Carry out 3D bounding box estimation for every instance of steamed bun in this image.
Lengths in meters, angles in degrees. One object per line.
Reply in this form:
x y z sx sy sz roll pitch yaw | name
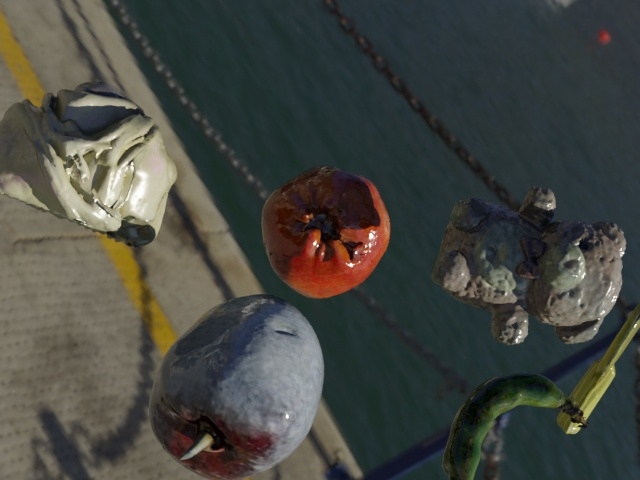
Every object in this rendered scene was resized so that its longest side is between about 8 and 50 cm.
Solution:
-0.343 -0.127 1.712 0.280 0.207 0.268 17 -6 26 | steamed bun

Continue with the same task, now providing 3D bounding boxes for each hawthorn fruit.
0.000 0.000 1.986 0.211 0.211 0.299 62 -16 15 | hawthorn fruit

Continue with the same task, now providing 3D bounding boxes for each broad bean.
0.284 0.287 1.860 0.292 0.049 0.144 -24 76 -28 | broad bean

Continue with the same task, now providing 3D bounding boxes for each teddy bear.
0.300 0.038 1.731 0.267 0.236 0.151 17 -6 22 | teddy bear

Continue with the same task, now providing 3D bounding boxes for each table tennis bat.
0.590 0.236 2.424 0.054 0.369 0.224 34 15 17 | table tennis bat

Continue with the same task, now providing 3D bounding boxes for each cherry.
-0.112 0.199 1.616 0.218 0.255 0.296 31 46 -7 | cherry
